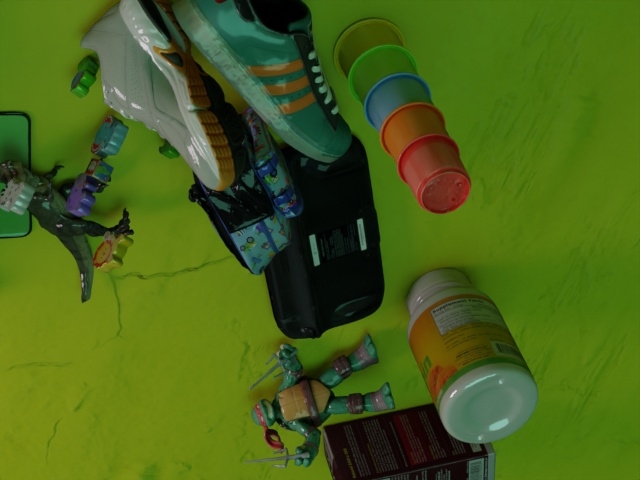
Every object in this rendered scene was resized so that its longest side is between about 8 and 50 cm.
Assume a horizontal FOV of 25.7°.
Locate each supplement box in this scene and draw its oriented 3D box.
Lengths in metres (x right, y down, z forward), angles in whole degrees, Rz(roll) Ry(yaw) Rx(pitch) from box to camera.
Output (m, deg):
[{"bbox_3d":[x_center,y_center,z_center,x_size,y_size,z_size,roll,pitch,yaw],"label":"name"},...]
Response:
[{"bbox_3d":[0.134,0.327,2.141,0.239,0.130,0.073,-10,129,-8],"label":"supplement box"}]

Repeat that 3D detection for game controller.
[{"bbox_3d":[0.000,0.000,1.904,0.166,0.067,0.319,-24,132,-17],"label":"game controller"}]

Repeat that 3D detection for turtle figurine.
[{"bbox_3d":[-0.018,0.229,2.035,0.234,0.118,0.175,-19,89,-4],"label":"turtle figurine"}]

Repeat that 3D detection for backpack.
[{"bbox_3d":[-0.084,-0.052,1.721,0.117,0.158,0.173,-26,122,4],"label":"backpack"}]

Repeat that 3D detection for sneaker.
[{"bbox_3d":[-0.038,-0.213,1.687,0.121,0.108,0.302,-35,127,16],"label":"sneaker"},{"bbox_3d":[-0.185,-0.161,1.628,0.121,0.262,0.099,-33,167,23],"label":"sneaker"}]

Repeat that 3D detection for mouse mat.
[{"bbox_3d":[-0.435,-0.077,1.738,0.152,0.007,0.190,-3,126,-15],"label":"mouse mat"}]

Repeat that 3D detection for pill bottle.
[{"bbox_3d":[0.200,0.152,1.950,0.136,0.246,0.136,-8,128,-10],"label":"pill bottle"}]

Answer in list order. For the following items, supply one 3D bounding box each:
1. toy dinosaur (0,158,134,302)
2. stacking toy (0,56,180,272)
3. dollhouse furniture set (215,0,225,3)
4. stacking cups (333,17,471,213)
[{"bbox_3d":[-0.309,-0.033,1.780,0.118,0.064,0.268,-22,133,5],"label":"toy dinosaur"},{"bbox_3d":[-0.272,-0.092,1.707,0.167,0.052,0.221,32,80,-36],"label":"stacking toy"},{"bbox_3d":[0.025,-0.399,1.433,0.374,0.152,0.201,-36,137,-30],"label":"dollhouse furniture set"},{"bbox_3d":[0.092,-0.146,1.644,0.096,0.316,0.096,-7,128,-9],"label":"stacking cups"}]
